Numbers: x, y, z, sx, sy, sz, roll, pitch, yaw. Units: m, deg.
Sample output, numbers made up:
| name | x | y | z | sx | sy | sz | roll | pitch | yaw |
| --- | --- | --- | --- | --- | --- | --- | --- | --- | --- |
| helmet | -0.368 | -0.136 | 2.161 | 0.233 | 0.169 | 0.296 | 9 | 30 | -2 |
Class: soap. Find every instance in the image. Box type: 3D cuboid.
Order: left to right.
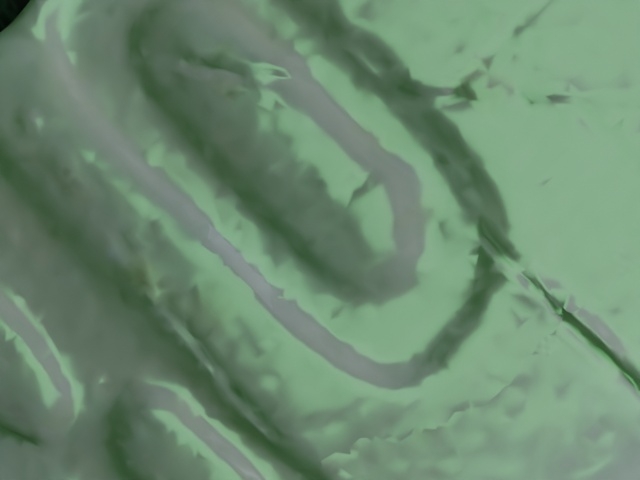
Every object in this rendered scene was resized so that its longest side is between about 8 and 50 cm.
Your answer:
| name | x | y | z | sx | sy | sz | roll | pitch | yaw |
| --- | --- | --- | --- | --- | --- | --- | --- | --- | --- |
| soap | 0.000 | 0.000 | 0.504 | 0.435 | 0.213 | 0.350 | -43 | 90 | 12 |
